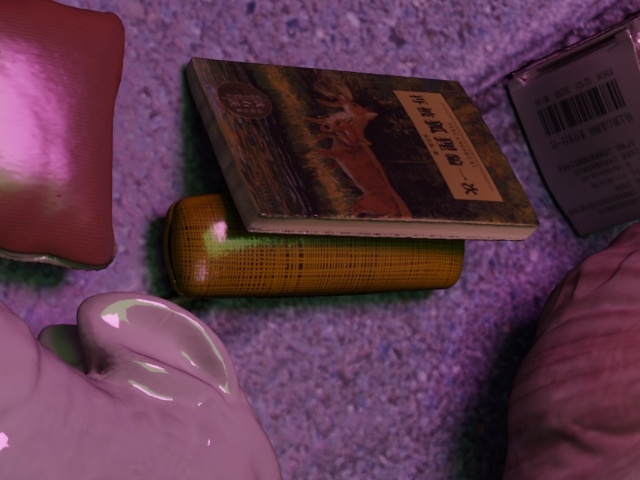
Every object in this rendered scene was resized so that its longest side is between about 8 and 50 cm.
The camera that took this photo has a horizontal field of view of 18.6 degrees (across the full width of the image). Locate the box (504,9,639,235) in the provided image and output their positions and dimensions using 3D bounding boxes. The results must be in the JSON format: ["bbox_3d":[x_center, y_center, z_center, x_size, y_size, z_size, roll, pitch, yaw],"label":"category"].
[{"bbox_3d":[0.326,-0.136,1.517,0.333,0.173,0.145,-26,92,-31],"label":"box"}]

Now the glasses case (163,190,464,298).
[{"bbox_3d":[0.000,0.000,1.370,0.234,0.064,0.079,-1,87,-31],"label":"glasses case"}]

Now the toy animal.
[{"bbox_3d":[-0.175,0.125,1.195,0.357,0.194,0.258,11,50,-44],"label":"toy animal"}]

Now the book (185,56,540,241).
[{"bbox_3d":[0.030,-0.064,1.377,0.228,0.024,0.160,2,45,-29],"label":"book"}]

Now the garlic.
[{"bbox_3d":[0.283,0.126,1.393,0.317,0.259,0.317,15,55,-22],"label":"garlic"}]

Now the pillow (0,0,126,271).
[{"bbox_3d":[-0.207,-0.073,1.256,0.171,0.075,0.179,8,76,-28],"label":"pillow"}]
